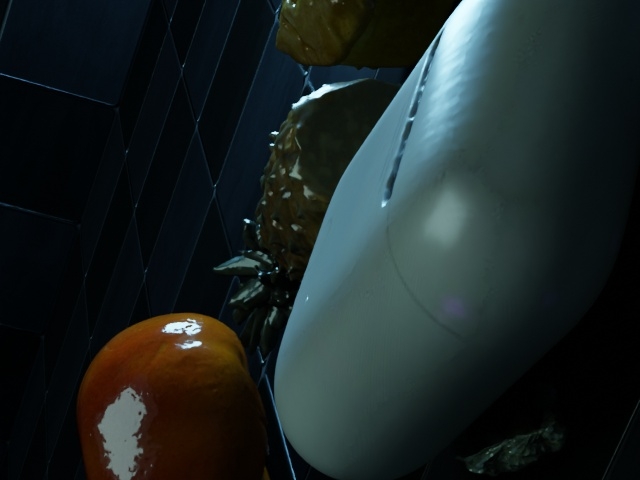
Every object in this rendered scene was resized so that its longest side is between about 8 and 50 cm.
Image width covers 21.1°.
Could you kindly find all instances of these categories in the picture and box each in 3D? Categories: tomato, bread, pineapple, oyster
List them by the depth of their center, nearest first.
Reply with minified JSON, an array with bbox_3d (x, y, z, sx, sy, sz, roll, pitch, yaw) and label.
[{"bbox_3d":[0.132,0.123,1.145,0.098,0.037,0.100,-41,12,32],"label":"oyster"},{"bbox_3d":[0.000,0.000,1.502,0.340,0.169,0.169,119,159,-57],"label":"pineapple"},{"bbox_3d":[0.058,-0.251,1.553,0.139,0.143,0.229,42,120,60],"label":"bread"},{"bbox_3d":[-0.138,0.193,1.643,0.260,0.180,0.259,168,90,-82],"label":"tomato"}]

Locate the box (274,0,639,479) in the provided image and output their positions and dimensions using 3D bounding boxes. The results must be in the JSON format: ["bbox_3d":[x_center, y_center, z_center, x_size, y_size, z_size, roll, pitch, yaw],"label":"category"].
[{"bbox_3d":[0.090,-0.010,1.140,0.349,0.141,0.288,-54,13,52],"label":"box"}]
